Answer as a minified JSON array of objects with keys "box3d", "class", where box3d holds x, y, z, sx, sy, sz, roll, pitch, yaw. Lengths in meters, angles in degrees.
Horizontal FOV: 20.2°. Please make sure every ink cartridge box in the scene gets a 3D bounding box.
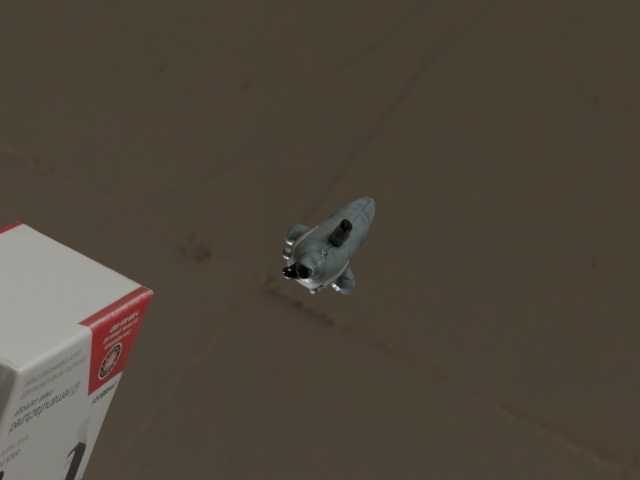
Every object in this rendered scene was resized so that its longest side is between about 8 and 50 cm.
[{"box3d":[-0.236,0.148,1.166,0.114,0.197,0.273,27,-70,11],"class":"ink cartridge box"}]

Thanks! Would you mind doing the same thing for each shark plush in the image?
[{"box3d":[0.000,0.000,1.428,0.067,0.161,0.073,-45,-103,18],"class":"shark plush"}]
